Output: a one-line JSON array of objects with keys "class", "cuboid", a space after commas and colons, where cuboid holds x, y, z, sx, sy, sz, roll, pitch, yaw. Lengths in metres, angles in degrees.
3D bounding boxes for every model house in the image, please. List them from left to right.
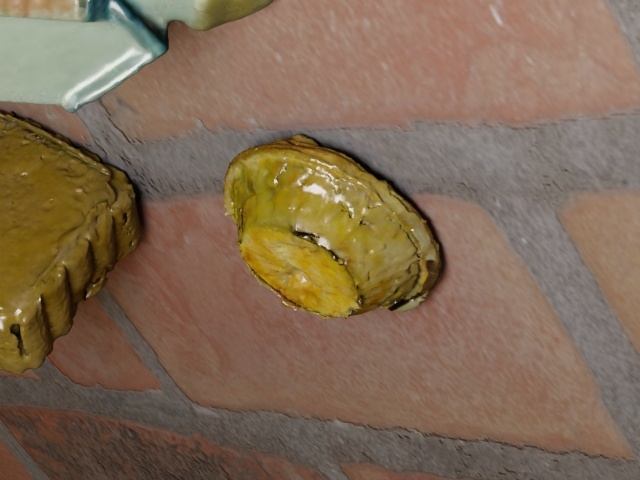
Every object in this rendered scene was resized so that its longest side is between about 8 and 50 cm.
[{"class": "model house", "cuboid": [-0.199, -0.223, 1.356, 0.324, 0.194, 0.267, 6, 116, -9]}]

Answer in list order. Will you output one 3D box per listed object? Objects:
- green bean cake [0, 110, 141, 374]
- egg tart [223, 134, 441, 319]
[{"class": "green bean cake", "cuboid": [-0.318, -0.001, 1.693, 0.229, 0.224, 0.131, 28, 151, 21]}, {"class": "egg tart", "cuboid": [-0.001, 0.001, 1.500, 0.212, 0.090, 0.213, 26, 151, 16]}]
